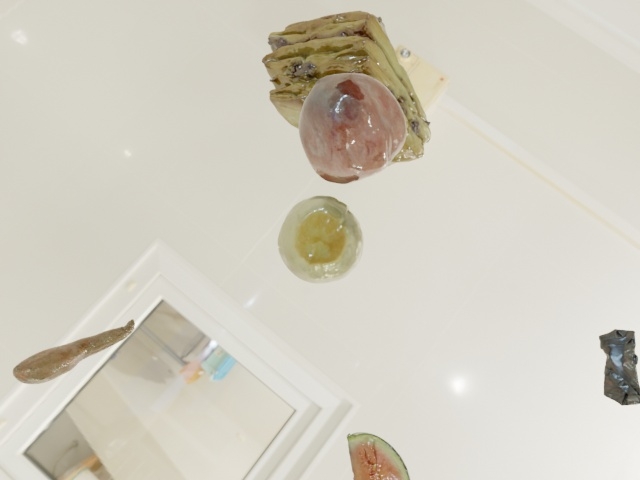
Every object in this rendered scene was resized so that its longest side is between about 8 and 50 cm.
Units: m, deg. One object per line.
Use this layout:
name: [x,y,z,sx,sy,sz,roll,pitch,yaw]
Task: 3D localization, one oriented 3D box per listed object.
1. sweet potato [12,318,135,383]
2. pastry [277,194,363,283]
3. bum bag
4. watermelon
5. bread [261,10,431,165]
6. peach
sweet potato: [-0.406,0.186,0.794,0.050,0.050,0.214,-56,164,27]
pastry: [0.000,0.000,0.826,0.156,0.156,0.092,-52,168,3]
bum bag: [0.497,0.209,0.783,0.034,0.058,0.124,44,50,-56]
watermelon: [0.105,0.361,0.704,0.087,0.163,0.069,5,153,-44]
bread: [0.052,-0.302,1.069,0.370,0.314,0.191,55,48,-42]
peach: [0.040,-0.164,0.662,0.152,0.152,0.152,-51,172,-9]
